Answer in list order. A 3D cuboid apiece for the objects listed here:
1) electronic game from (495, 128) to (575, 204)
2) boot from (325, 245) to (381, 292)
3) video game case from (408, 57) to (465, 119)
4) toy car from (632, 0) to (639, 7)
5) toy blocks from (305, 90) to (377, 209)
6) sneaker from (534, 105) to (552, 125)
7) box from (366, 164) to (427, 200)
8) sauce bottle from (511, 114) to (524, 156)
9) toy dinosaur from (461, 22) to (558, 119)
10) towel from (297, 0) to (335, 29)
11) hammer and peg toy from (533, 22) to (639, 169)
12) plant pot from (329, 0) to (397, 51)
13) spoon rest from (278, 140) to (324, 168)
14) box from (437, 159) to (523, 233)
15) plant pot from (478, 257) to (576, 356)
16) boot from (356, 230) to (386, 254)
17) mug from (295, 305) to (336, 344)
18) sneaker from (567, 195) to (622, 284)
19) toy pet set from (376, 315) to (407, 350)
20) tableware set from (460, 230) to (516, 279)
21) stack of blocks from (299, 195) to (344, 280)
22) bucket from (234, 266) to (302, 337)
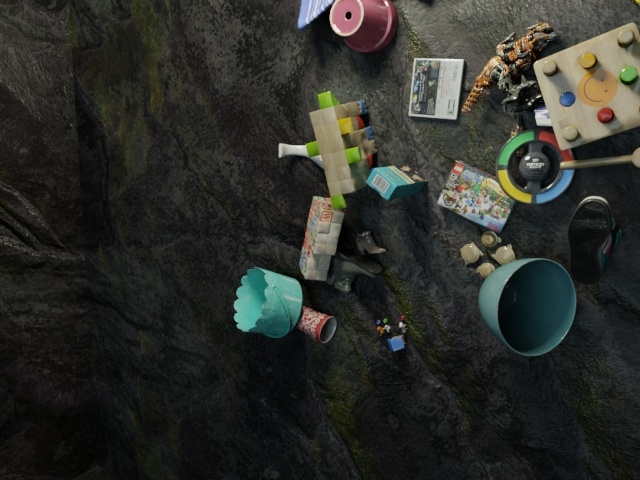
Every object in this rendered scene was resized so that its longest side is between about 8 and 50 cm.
[{"bbox_3d":[0.647,-0.221,1.675,0.229,0.048,0.230,2,98,15],"label":"electronic game"},{"bbox_3d":[0.123,0.132,2.128,0.246,0.083,0.161,24,117,36],"label":"boot"},{"bbox_3d":[0.384,-0.504,1.844,0.173,0.022,0.191,13,108,31],"label":"video game case"},{"bbox_3d":[0.923,-0.593,1.435,0.224,0.053,0.239,-11,87,31],"label":"toy car"},{"bbox_3d":[0.102,-0.329,1.943,0.190,0.261,0.382,-7,103,33],"label":"toy blocks"},{"bbox_3d":[0.766,-0.420,1.552,0.315,0.127,0.182,-6,93,28],"label":"sneaker"},{"bbox_3d":[0.259,-0.197,1.856,0.100,0.244,0.060,43,119,20],"label":"box"},{"bbox_3d":[0.611,-0.324,1.716,0.042,0.042,0.128,3,99,34],"label":"sauce bottle"},{"bbox_3d":[0.573,-0.495,1.671,0.322,0.164,0.219,-53,53,49],"label":"toy dinosaur"},{"bbox_3d":[0.046,-0.884,1.889,0.336,0.040,0.243,-29,41,37],"label":"towel"},{"bbox_3d":[0.726,-0.338,1.439,0.265,0.127,0.362,-17,90,27],"label":"hammer and peg toy"},{"bbox_3d":[0.132,-0.744,1.868,0.201,0.180,0.202,7,103,33],"label":"plant pot"},{"bbox_3d":[-0.020,-0.339,2.130,0.276,0.084,0.137,9,106,19],"label":"spoon rest"},{"bbox_3d":[0.518,-0.144,1.813,0.233,0.044,0.159,30,115,26],"label":"box"},{"bbox_3d":[0.604,0.187,1.714,0.195,0.290,0.291,-163,66,-69],"label":"plant pot"},{"bbox_3d":[0.187,0.007,2.075,0.118,0.042,0.087,-7,88,28],"label":"boot"},{"bbox_3d":[-0.038,0.350,2.257,0.169,0.113,0.150,20,109,33],"label":"mug"},{"bbox_3d":[0.784,-0.037,1.573,0.123,0.178,0.296,15,137,31],"label":"sneaker"},{"bbox_3d":[0.264,0.352,2.077,0.122,0.065,0.114,-19,89,36],"label":"toy pet set"},{"bbox_3d":[0.557,0.047,1.843,0.168,0.020,0.141,-44,73,34],"label":"tableware set"},{"bbox_3d":[0.000,0.000,2.114,0.171,0.087,0.297,-118,37,-64],"label":"stack of blocks"},{"bbox_3d":[-0.211,0.253,2.246,0.281,0.183,0.281,-33,49,49],"label":"bucket"}]
